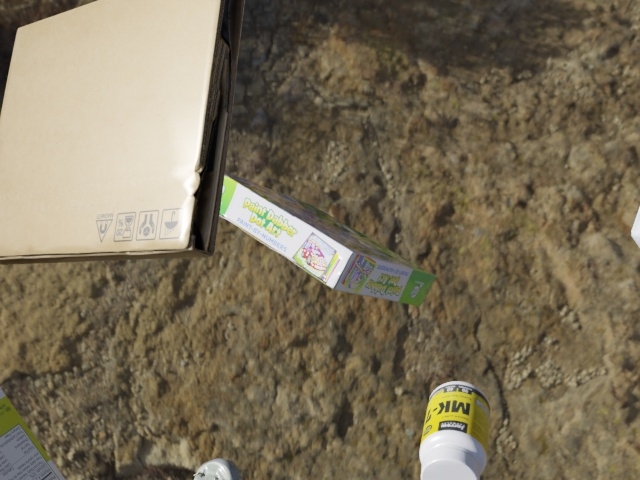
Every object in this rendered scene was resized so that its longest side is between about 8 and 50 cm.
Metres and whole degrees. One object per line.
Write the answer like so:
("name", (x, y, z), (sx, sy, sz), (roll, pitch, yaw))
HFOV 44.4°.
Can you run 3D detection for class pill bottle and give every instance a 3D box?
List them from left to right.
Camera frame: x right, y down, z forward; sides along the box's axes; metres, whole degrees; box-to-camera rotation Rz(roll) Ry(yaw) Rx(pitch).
("pill bottle", (0.243, 0.361, 1.414), (0.119, 0.119, 0.208), (16, 30, 6))

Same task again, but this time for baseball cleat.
("baseball cleat", (-0.118, 0.331, 1.007), (0.109, 0.206, 0.072), (-14, 55, -37))

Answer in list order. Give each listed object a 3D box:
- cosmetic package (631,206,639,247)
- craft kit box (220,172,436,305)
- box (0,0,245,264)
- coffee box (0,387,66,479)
("cosmetic package", (0.350, 0.042, 0.263), (0.284, 0.377, 0.097), (50, 55, -24))
("craft kit box", (0.000, 0.000, 1.052), (0.246, 0.250, 0.061), (34, 99, 30))
("box", (-0.131, -0.069, 0.471), (0.201, 0.021, 0.165), (-3, 77, 37))
("coffee box", (-0.570, 0.454, 1.076), (0.334, 0.337, 0.338), (55, 27, -2))
